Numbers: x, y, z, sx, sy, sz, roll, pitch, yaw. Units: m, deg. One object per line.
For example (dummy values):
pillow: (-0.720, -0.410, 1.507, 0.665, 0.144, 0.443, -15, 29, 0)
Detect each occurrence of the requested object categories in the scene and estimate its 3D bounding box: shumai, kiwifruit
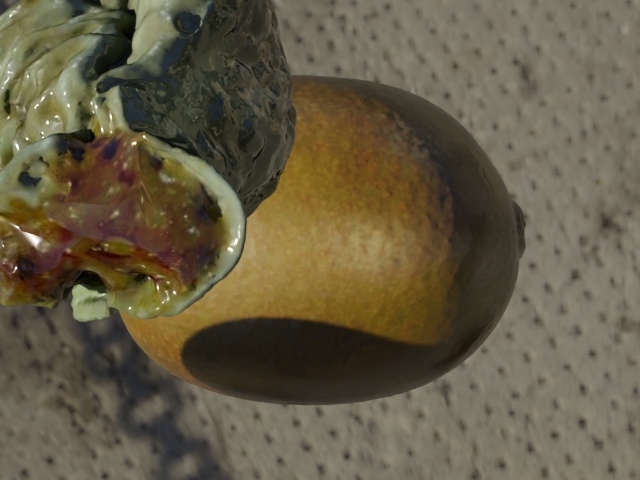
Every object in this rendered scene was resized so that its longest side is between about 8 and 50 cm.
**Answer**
shumai: (-0.031, -0.015, 0.370, 0.083, 0.082, 0.080, -51, 43, 13)
kiwifruit: (0.000, 0.000, 1.005, 0.234, 0.196, 0.196, 0, 58, -1)
